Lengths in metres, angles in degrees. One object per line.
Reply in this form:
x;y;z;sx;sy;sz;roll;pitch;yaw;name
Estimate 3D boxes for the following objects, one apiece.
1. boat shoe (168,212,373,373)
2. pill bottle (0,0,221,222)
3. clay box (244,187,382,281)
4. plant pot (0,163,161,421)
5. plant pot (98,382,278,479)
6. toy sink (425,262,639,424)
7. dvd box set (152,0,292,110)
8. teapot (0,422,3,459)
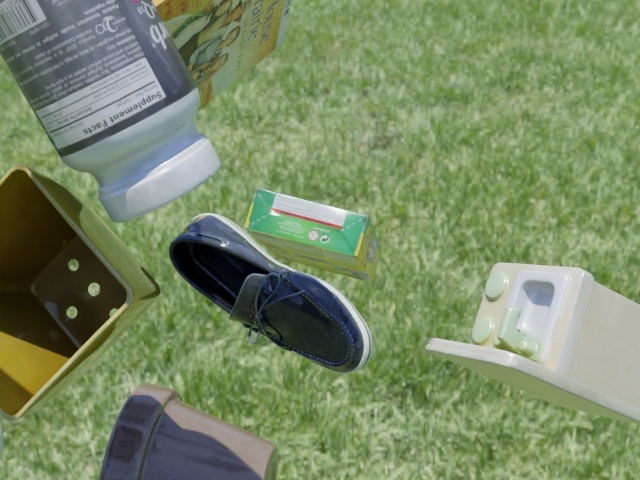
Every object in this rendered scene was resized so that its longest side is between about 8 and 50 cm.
-0.115;0.123;1.940;0.500;0.187;0.156;36;29;15;boat shoe
-0.223;-0.169;0.948;0.162;0.278;0.162;-25;17;8;pill bottle
0.000;0.000;1.077;0.127;0.053;0.222;15;-7;10;clay box
-0.320;0.062;1.126;0.212;0.212;0.187;47;9;12;plant pot
-0.190;0.363;1.418;0.229;0.263;0.263;8;33;8;plant pot
0.262;0.106;1.046;0.234;0.131;0.153;24;-11;-27;toy sink
-0.185;-0.321;1.423;0.062;0.307;0.420;36;56;13;dvd box set
-0.704;0.362;1.638;0.252;0.256;0.187;-18;-5;19;teapot
